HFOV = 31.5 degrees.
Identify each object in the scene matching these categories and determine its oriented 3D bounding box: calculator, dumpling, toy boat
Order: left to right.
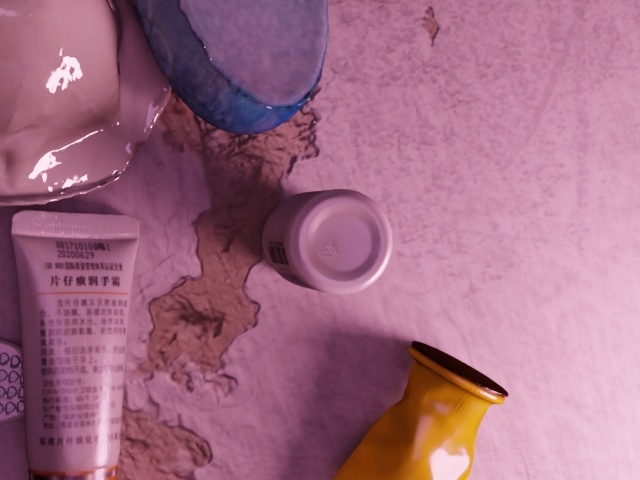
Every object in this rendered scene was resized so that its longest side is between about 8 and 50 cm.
[{"bbox_3d":[-0.362,0.143,1.159,0.153,0.021,0.095,6,90,-14],"label":"calculator"},{"bbox_3d":[-0.312,-0.176,1.069,0.181,0.341,0.260,14,80,28],"label":"dumpling"},{"bbox_3d":[-0.108,-0.268,1.164,0.215,0.123,0.330,-21,94,-42],"label":"toy boat"}]

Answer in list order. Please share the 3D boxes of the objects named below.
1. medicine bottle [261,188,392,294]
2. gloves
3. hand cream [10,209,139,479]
[{"bbox_3d":[0.000,0.000,1.159,0.102,0.186,0.103,0,90,-14],"label":"medicine bottle"},{"bbox_3d":[0.083,0.266,1.244,0.133,0.116,0.294,29,94,15],"label":"gloves"},{"bbox_3d":[-0.253,0.125,1.149,0.139,0.089,0.314,5,87,-35],"label":"hand cream"}]
